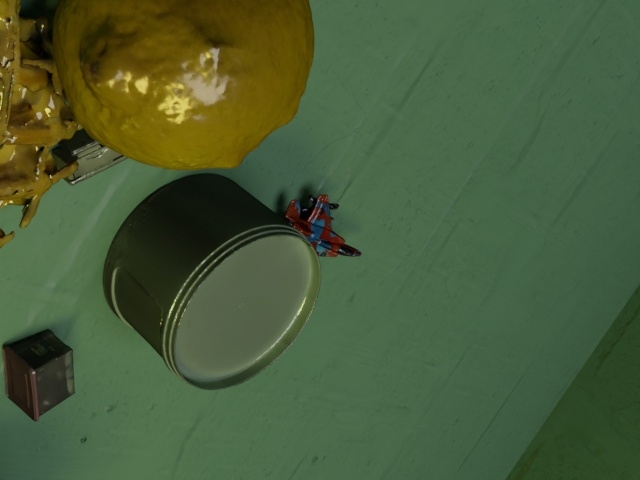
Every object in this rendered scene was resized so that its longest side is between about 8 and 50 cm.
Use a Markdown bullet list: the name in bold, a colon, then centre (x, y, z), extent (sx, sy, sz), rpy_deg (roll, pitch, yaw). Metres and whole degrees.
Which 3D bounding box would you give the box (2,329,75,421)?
- **box**: centre (-0.326, 0.155, 1.119), extent (0.063, 0.060, 0.084), rpy_deg (-30, 139, -42)

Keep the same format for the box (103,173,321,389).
- **box**: centre (-0.129, 0.051, 1.173), extent (0.226, 0.149, 0.226), rpy_deg (-29, 138, -30)

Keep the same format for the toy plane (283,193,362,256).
- **toy plane**: centre (-0.003, -0.002, 1.353), extent (0.189, 0.061, 0.130), rpy_deg (15, 107, -58)

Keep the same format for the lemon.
- **lemon**: centre (-0.124, -0.183, 0.899), extent (0.288, 0.234, 0.233), rpy_deg (-46, 154, -56)

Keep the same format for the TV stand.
- **TV stand**: centre (-0.177, -0.136, 1.053), extent (0.249, 0.036, 0.042), rpy_deg (-32, 138, -28)

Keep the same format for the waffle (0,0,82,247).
- **waffle**: centre (-0.386, -0.086, 0.818), extent (0.379, 0.095, 0.382), rpy_deg (-48, 147, -11)
